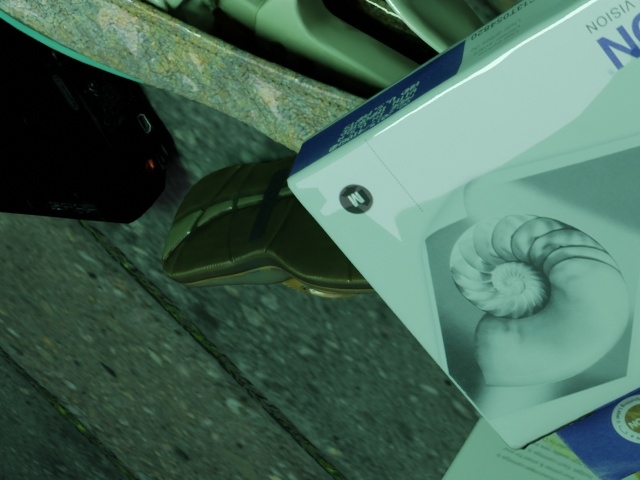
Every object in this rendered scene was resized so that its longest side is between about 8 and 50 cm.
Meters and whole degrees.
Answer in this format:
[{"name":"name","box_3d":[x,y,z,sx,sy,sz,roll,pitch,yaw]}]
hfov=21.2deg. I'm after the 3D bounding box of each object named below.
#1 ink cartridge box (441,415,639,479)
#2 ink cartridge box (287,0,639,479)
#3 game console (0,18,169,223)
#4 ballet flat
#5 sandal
[{"name":"ink cartridge box","box_3d":[0.122,0.117,0.868,0.088,0.122,0.052,22,145,23]},{"name":"ink cartridge box","box_3d":[0.138,-0.002,0.688,0.223,0.045,0.224,-32,111,29]},{"name":"game console","box_3d":[-0.232,-0.153,0.942,0.213,0.044,0.361,4,135,41]},{"name":"ballet flat","box_3d":[-0.024,-0.108,0.758,0.316,0.107,0.106,27,136,2]},{"name":"sandal","box_3d":[0.000,0.000,0.877,0.060,0.090,0.219,36,151,-32]}]
